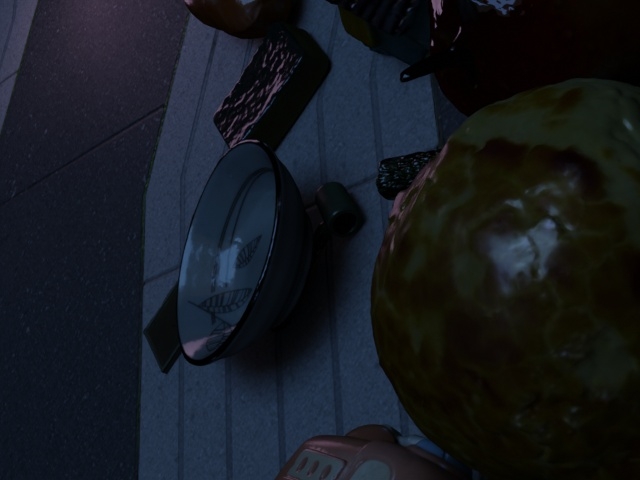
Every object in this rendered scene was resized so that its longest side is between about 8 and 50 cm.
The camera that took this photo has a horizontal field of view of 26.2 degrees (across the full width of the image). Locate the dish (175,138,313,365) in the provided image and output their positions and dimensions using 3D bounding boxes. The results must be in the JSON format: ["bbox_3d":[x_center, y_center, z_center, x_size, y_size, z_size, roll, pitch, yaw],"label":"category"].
[{"bbox_3d":[-0.087,0.025,1.833,0.316,0.106,0.316,-43,40,51],"label":"dish"}]

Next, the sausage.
[{"bbox_3d":[-0.134,-0.384,2.140,0.258,0.133,0.133,35,100,51],"label":"sausage"}]

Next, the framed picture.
[{"bbox_3d":[-0.211,0.111,2.052,0.149,0.011,0.109,-55,37,15],"label":"framed picture"}]

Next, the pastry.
[{"bbox_3d":[0.213,0.050,1.229,0.389,0.313,0.388,-1,89,47],"label":"pastry"}]

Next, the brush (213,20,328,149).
[{"bbox_3d":[-0.076,-0.217,2.021,0.197,0.059,0.123,-54,38,17],"label":"brush"}]

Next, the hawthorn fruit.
[{"bbox_3d":[0.219,-0.236,1.392,0.369,0.284,0.285,-31,27,-22],"label":"hawthorn fruit"}]

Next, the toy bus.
[{"bbox_3d":[0.058,0.310,1.446,0.288,0.194,0.232,4,62,54],"label":"toy bus"}]

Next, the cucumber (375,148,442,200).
[{"bbox_3d":[0.143,-0.084,1.656,0.187,0.058,0.058,-8,64,50],"label":"cucumber"}]

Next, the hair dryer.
[{"bbox_3d":[0.000,0.000,1.822,0.150,0.047,0.071,-62,29,25],"label":"hair dryer"}]

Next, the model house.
[{"bbox_3d":[0.073,-0.401,1.766,0.280,0.249,0.230,-61,34,8],"label":"model house"}]
